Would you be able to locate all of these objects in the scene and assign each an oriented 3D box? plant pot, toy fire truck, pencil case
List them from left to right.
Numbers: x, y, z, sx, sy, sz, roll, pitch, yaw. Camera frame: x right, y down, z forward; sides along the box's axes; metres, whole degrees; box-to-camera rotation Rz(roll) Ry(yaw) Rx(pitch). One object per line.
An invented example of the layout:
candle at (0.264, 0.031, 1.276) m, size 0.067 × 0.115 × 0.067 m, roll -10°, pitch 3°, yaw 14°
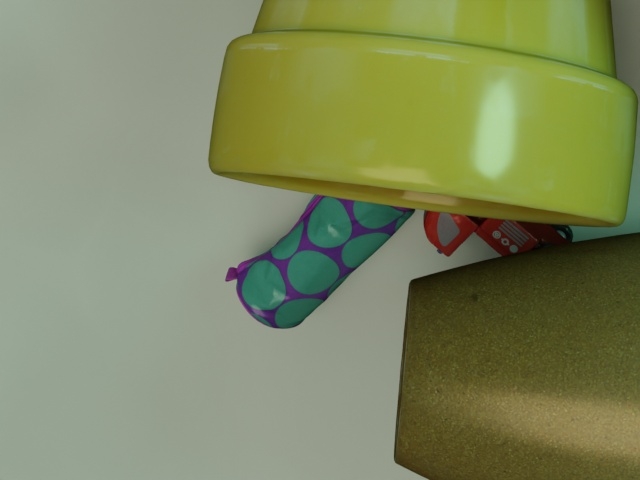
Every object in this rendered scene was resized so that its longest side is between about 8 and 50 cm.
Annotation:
pencil case at (0.000, 0.000, 1.090) m, size 0.070 × 0.064 × 0.151 m, roll 35°, pitch 120°, yaw -14°
plant pot at (0.072, -0.140, 0.901) m, size 0.254 × 0.254 × 0.239 m, roll 7°, pitch 88°, yaw 17°
toy fire truck at (0.137, 0.046, 1.069) m, size 0.192 × 0.047 × 0.135 m, roll 40°, pitch 119°, yaw 0°
plant pot at (0.177, 0.094, 0.937) m, size 0.254 × 0.237 × 0.237 m, roll 5°, pitch 114°, yaw 4°
